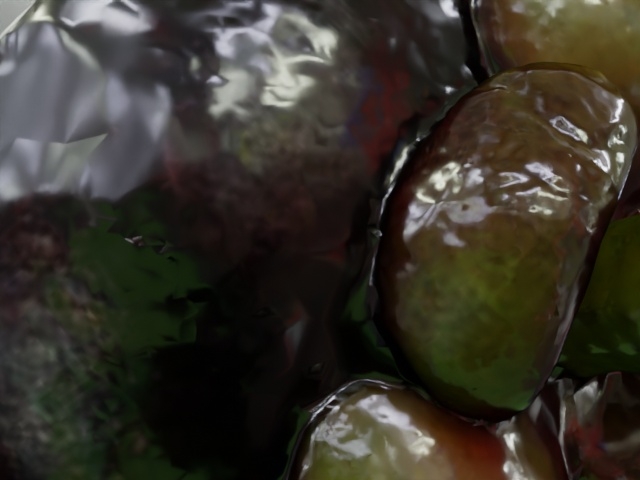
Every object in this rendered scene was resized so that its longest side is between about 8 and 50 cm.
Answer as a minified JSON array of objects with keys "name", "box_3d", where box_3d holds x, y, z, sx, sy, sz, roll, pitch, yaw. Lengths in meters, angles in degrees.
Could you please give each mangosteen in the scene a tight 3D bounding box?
[{"name":"mangosteen","box_3d":[-0.004,-0.003,0.517,0.233,0.287,0.287,49,-36,-15]}]
